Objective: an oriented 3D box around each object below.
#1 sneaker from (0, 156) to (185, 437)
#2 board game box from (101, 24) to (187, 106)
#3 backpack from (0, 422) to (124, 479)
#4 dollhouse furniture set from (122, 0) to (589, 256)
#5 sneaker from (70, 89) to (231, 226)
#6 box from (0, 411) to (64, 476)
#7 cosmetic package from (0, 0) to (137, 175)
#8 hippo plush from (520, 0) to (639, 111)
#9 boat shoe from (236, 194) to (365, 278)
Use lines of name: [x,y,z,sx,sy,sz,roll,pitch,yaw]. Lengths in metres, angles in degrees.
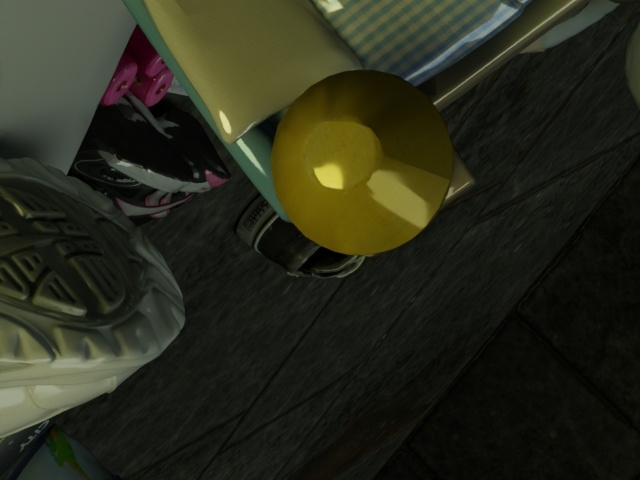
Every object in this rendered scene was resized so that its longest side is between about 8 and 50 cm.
sneaker: [-0.144,0.043,0.581,0.232,0.090,0.115,-15,154,-49]
board game box: [0.052,-0.222,1.040,0.390,0.050,0.390,-49,167,12]
backpack: [-0.237,0.253,1.126,0.355,0.273,0.290,-22,-161,45]
dollhouse furniture set: [0.024,-0.189,0.409,0.286,0.303,0.198,-35,169,10]
sneaker: [-0.114,-0.036,1.045,0.077,0.072,0.178,-38,163,11]
box: [-0.242,0.090,0.816,0.233,0.159,0.044,-46,166,-4]
cosmetic package: [-0.194,-0.047,0.609,0.224,0.138,0.225,-31,159,-47]
hippo plush: [0.267,-0.197,1.362,0.294,0.236,0.234,-44,166,-10]
boat shoe: [0.000,0.000,1.481,0.078,0.070,0.219,-50,166,15]
